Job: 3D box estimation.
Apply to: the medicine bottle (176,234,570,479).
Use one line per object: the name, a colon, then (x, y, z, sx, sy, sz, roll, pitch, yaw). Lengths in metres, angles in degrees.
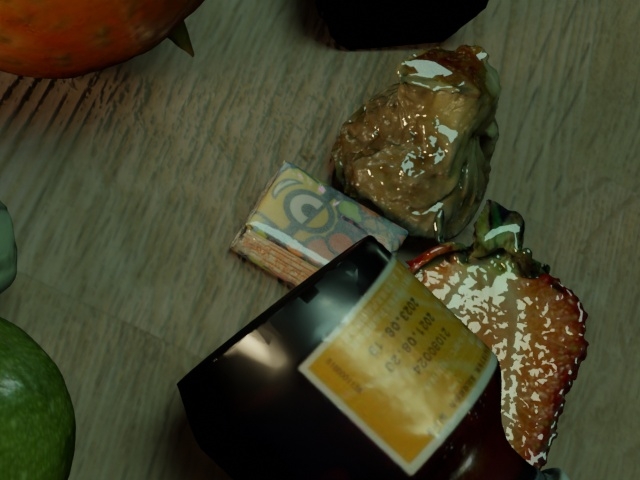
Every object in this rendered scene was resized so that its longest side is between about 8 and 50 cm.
medicine bottle: (0.081, 0.203, 1.628, 0.395, 0.242, 0.242, 49, 46, -4)

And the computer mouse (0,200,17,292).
computer mouse: (-0.447, 0.006, 1.553, 0.429, 0.145, 0.228, -8, 50, -47)

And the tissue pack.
tissue pack: (0.000, 0.000, 1.853, 0.148, 0.060, 0.108, 31, 47, -2)

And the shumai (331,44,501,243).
shumai: (0.117, -0.113, 1.930, 0.166, 0.175, 0.206, 25, 49, -8)

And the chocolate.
chocolate: (0.065, -0.346, 2.087, 0.224, 0.206, 0.177, -9, 48, -28)

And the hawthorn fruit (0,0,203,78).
hawthorn fruit: (-0.245, -0.325, 1.787, 0.403, 0.403, 0.403, 15, 48, -17)

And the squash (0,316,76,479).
squash: (-0.310, 0.186, 1.411, 0.309, 0.310, 0.310, -10, 58, -50)

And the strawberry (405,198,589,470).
strawberry: (0.161, 0.108, 1.830, 0.188, 0.106, 0.286, 0, 65, -1)
